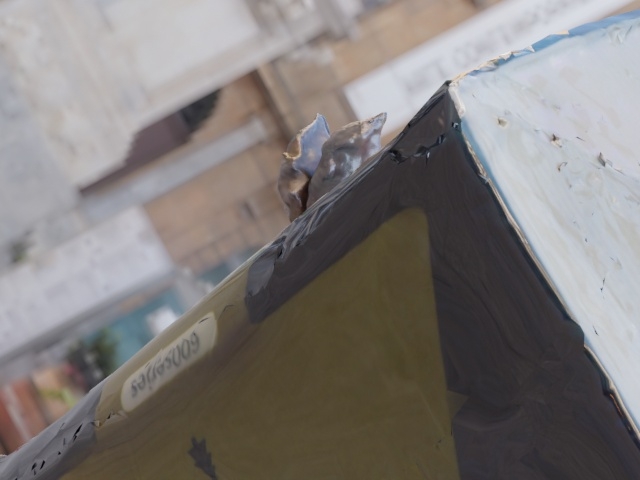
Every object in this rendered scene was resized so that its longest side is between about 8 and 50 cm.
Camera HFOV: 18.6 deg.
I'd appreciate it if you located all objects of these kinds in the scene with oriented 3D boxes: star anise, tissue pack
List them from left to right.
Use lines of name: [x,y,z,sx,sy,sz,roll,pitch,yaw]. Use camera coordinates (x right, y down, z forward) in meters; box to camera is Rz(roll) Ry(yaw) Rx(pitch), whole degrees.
star anise: [0.007,0.007,1.370,0.172,0.063,0.208,28,-76,56]
tissue pack: [0.056,0.112,0.908,0.416,0.253,0.264,-38,-100,39]

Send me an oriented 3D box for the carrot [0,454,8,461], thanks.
carrot: [-0.248,0.275,1.341,0.241,0.340,0.241,35,44,-41]
